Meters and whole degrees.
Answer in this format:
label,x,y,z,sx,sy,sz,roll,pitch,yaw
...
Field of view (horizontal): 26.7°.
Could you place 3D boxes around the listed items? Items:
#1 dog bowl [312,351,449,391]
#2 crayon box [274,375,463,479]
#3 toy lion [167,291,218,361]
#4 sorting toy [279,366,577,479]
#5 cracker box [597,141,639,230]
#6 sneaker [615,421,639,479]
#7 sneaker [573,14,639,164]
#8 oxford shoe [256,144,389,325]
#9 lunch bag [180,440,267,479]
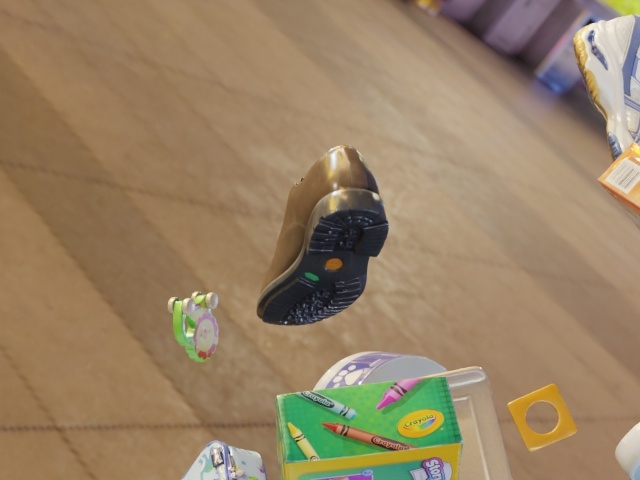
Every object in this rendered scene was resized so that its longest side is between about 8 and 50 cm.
label,x,y,z,sx,sy,sz,roll,pitch,yaw
dog bowl,0.104,0.302,2.047,0.265,0.265,0.104,27,-18,-31
crayon box,0.044,0.255,1.329,0.165,0.278,0.081,-6,47,-5
toy lion,-0.172,0.122,1.859,0.034,0.096,0.100,2,5,25
sorting toy,0.127,0.260,1.574,0.047,0.348,0.196,71,7,-74
cracker box,0.433,0.004,1.528,0.232,0.067,0.156,41,2,-34
sneaker,0.489,0.268,1.446,0.366,0.135,0.150,12,31,-26
sneaker,0.418,-0.144,1.681,0.112,0.131,0.296,8,64,-81
oxford shoe,0.000,0.000,1.167,0.083,0.227,0.096,6,55,-21
lunch bag,-0.156,0.404,1.892,0.090,0.219,0.176,23,31,-29
